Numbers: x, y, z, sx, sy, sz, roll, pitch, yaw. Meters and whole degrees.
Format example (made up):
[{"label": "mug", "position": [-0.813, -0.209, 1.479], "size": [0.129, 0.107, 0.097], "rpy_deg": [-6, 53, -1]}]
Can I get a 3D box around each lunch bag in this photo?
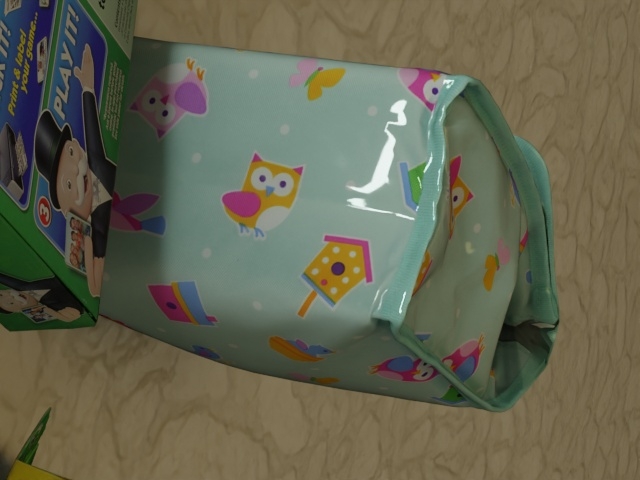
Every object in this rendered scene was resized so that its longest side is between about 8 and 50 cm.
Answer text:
[{"label": "lunch bag", "position": [0.000, 0.000, 0.962], "size": [0.262, 0.223, 0.160], "rpy_deg": [37, 64, -64]}]

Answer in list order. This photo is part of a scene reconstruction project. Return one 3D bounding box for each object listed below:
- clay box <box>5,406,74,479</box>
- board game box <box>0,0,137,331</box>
[{"label": "clay box", "position": [-0.155, 0.195, 0.829], "size": [0.127, 0.053, 0.222], "rpy_deg": [124, -11, -64]}, {"label": "board game box", "position": [-0.134, -0.151, 0.737], "size": [0.213, 0.046, 0.317], "rpy_deg": [56, 32, -55]}]
